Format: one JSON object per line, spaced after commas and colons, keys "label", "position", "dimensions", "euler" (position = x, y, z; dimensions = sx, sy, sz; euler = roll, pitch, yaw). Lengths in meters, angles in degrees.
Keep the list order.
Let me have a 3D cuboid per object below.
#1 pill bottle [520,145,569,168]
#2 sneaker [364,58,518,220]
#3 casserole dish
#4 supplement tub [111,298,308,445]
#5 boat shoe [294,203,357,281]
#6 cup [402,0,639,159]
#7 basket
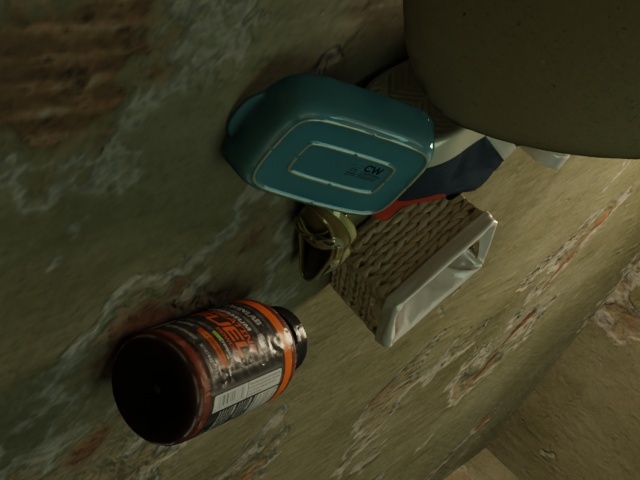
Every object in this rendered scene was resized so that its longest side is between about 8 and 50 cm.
{"label": "pill bottle", "position": [0.307, -0.171, 1.358], "dimensions": [0.094, 0.094, 0.169], "euler": [-15, 143, -57]}
{"label": "sneaker", "position": [0.162, -0.127, 1.101], "dimensions": [0.350, 0.131, 0.148], "euler": [-24, 151, -28]}
{"label": "casserole dish", "position": [0.013, -0.068, 0.901], "dimensions": [0.188, 0.037, 0.114], "euler": [13, 134, -38]}
{"label": "supplement tub", "position": [-0.093, 0.114, 1.058], "dimensions": [0.198, 0.106, 0.106], "euler": [-17, 145, -57]}
{"label": "boat shoe", "position": [-0.001, -0.001, 1.104], "dimensions": [0.048, 0.056, 0.153], "euler": [-47, 169, -14]}
{"label": "cup", "position": [0.262, -0.192, 0.846], "dimensions": [0.331, 0.237, 0.331], "euler": [-26, 132, -33]}
{"label": "basket", "position": [0.101, 0.019, 1.284], "dimensions": [0.167, 0.103, 0.113], "euler": [-39, 160, -21]}
